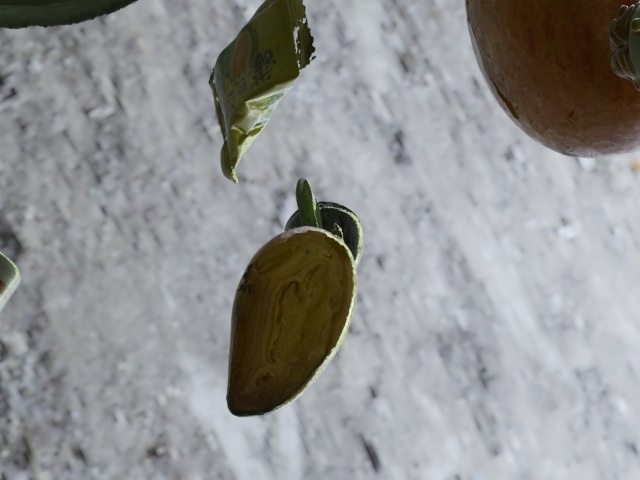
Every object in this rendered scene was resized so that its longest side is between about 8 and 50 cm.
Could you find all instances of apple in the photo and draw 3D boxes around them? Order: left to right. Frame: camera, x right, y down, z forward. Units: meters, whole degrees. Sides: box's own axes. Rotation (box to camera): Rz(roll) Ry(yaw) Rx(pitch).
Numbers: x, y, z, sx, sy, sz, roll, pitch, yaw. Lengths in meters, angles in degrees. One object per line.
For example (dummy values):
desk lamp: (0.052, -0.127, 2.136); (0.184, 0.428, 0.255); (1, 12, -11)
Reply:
apple: (0.270, -0.240, 1.685); (0.299, 0.299, 0.275); (-76, 147, -53)

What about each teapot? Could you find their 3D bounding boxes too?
teapot: (-0.005, 0.006, 2.031); (0.124, 0.092, 0.091); (39, 23, -26)

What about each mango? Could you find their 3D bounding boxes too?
mango: (-0.027, 0.067, 1.525); (0.101, 0.066, 0.187); (22, 76, -3)

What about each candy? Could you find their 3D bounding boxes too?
candy: (-0.080, -0.220, 2.304); (0.081, 0.297, 0.187); (7, 54, -22)

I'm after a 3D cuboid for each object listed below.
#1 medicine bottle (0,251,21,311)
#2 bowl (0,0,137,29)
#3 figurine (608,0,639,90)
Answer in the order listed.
medicine bottle: (-0.297, 0.063, 1.374); (0.079, 0.079, 0.140); (44, 70, -34)
bowl: (-0.219, -0.333, 1.294); (0.337, 0.337, 0.157); (49, 7, -27)
figurine: (0.290, -0.141, 1.419); (0.143, 0.068, 0.101); (39, 67, -18)
